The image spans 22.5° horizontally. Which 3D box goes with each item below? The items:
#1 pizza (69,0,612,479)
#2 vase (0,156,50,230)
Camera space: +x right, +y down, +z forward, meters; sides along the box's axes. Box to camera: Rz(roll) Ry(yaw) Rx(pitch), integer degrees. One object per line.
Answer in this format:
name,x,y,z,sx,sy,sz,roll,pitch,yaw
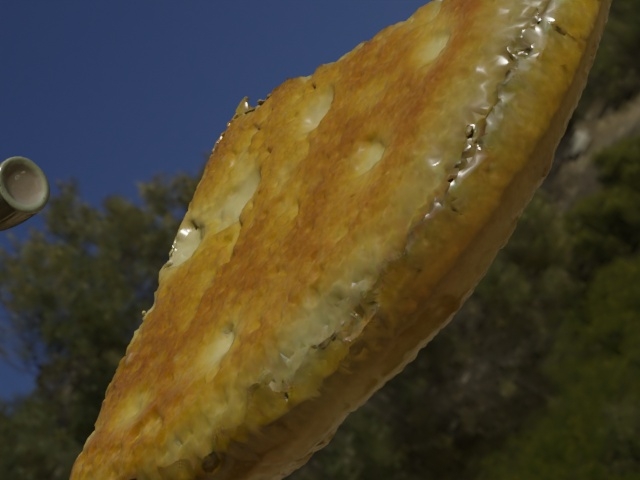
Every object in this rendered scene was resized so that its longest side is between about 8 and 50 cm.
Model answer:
pizza,0.000,0.000,0.606,0.292,0.058,0.197,-51,25,9
vase,-0.279,-0.032,1.388,0.101,0.053,0.053,-25,11,46
